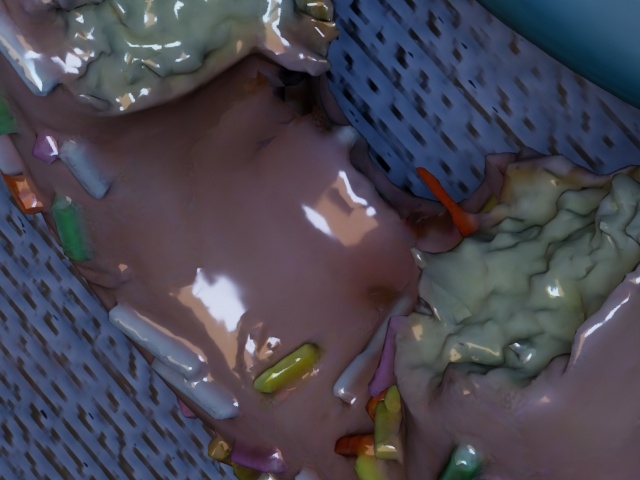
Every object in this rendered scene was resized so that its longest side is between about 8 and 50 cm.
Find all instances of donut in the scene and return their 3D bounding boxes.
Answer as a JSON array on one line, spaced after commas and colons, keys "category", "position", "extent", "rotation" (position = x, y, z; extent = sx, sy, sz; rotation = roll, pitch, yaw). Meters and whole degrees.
[{"category": "donut", "position": [0.000, 0.000, 0.465], "extent": [0.233, 0.085, 0.199], "rotation": [41, 156, 19]}]

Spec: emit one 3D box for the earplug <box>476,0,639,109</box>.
[{"category": "earplug", "position": [0.130, -0.076, 0.411], "extent": [0.324, 0.185, 0.185], "rotation": [27, 109, 23]}]
